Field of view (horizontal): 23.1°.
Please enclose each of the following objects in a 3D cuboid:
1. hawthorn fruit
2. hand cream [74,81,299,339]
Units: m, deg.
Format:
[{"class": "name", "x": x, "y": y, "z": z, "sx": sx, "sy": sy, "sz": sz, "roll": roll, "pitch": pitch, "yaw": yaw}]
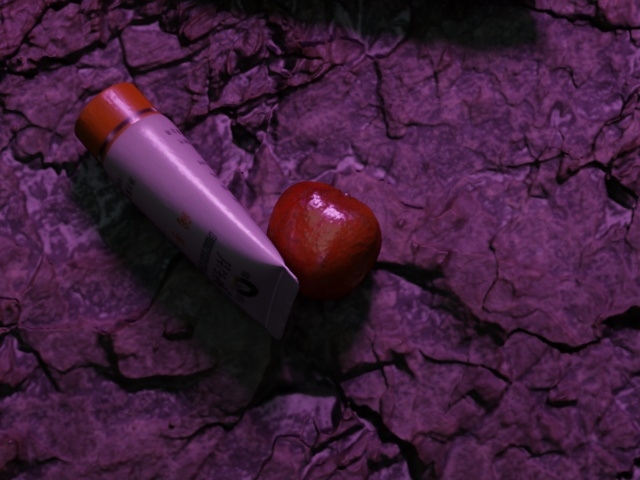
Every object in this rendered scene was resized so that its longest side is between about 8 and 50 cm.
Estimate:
[{"class": "hawthorn fruit", "x": 0.000, "y": 0.000, "z": 1.650, "sx": 0.128, "sy": 0.128, "sz": 0.128, "roll": -1, "pitch": 77, "yaw": 2}, {"class": "hand cream", "x": -0.132, "y": -0.031, "z": 1.668, "sx": 0.089, "sy": 0.140, "sz": 0.314, "roll": -37, "pitch": 71, "yaw": -27}]
